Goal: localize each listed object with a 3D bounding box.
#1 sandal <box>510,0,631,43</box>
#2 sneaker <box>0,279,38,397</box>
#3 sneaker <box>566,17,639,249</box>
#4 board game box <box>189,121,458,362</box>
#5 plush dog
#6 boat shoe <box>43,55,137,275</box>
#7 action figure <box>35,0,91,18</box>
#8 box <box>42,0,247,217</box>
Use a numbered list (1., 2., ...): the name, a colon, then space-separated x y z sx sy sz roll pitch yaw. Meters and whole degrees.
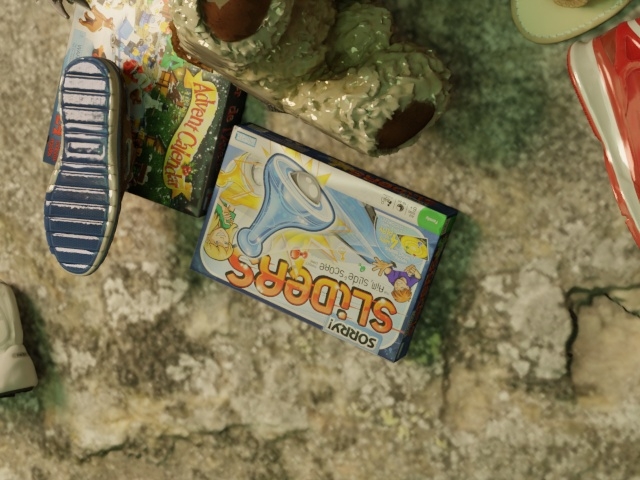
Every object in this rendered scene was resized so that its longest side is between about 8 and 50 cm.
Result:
1. sandal: 0.230 -0.231 1.200 0.240 0.079 0.088 -33 86 24
2. sneaker: -0.404 0.100 1.511 0.292 0.110 0.118 -7 89 15
3. sneaker: 0.281 -0.071 1.205 0.128 0.087 0.221 -26 90 25
4. board game box: 0.000 0.000 1.358 0.201 0.035 0.136 23 107 17
5. plush dog: -0.009 -0.220 1.245 0.210 0.262 0.225 28 88 53
6. boat shoe: -0.184 -0.061 1.355 0.066 0.066 0.183 11 98 18
7. action figure: -0.165 -0.289 1.210 0.185 0.099 0.285 54 130 21
8. box: -0.138 -0.155 1.383 0.159 0.044 0.233 20 106 18
